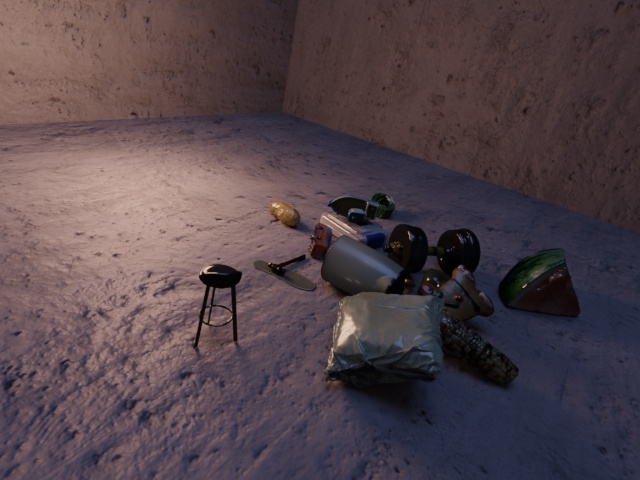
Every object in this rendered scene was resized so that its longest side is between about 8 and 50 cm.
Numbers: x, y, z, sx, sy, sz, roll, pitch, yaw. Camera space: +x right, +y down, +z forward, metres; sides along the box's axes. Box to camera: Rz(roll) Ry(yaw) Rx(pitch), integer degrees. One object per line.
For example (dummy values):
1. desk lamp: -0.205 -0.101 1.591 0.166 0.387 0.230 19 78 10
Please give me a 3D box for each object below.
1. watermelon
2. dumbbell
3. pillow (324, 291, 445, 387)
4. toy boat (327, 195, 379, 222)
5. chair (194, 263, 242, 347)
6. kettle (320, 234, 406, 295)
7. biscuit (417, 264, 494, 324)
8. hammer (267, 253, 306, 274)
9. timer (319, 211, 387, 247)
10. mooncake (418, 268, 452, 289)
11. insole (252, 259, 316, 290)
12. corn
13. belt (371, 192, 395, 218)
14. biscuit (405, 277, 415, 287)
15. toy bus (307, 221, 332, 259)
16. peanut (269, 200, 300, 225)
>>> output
1. watermelon: 0.820 0.116 1.495 0.319 0.222 0.292 13 31 2
2. dumbbell: 0.406 0.039 1.505 0.389 0.185 0.185 4 27 -17
3. pillow: 0.165 0.228 1.014 0.284 0.138 0.310 -6 24 16
4. toy boat: 0.134 -0.122 1.635 0.215 0.088 0.102 12 27 -6
5. chair: -0.245 0.142 0.978 0.104 0.221 0.095 -3 34 -30
6. kettle: 0.153 0.108 1.310 0.236 0.161 0.221 26 -1 25
7. biscuit: 0.370 0.198 1.209 0.302 0.049 0.196 -24 63 -23
8. hammer: -0.099 0.075 1.394 0.065 0.021 0.178 26 25 28
9. timer: 0.135 -0.054 1.687 0.178 0.078 0.253 -12 35 -41
10. mooncake: 0.410 0.162 1.353 0.175 0.104 0.168 5 21 -21
11. insole: -0.117 0.108 1.339 0.232 0.003 0.080 22 28 19
12. corn: 0.395 0.282 1.090 0.253 0.086 0.086 35 31 10
13. belt: 0.290 -0.160 1.976 0.121 0.079 0.151 27 39 6
14. biscuit: 0.263 0.123 1.408 0.130 0.019 0.102 28 0 23
15. toy bus: 0.000 0.000 1.543 0.077 0.065 0.192 22 26 -5
16. peanut: -0.151 -0.113 1.687 0.080 0.080 0.174 -12 32 -40
